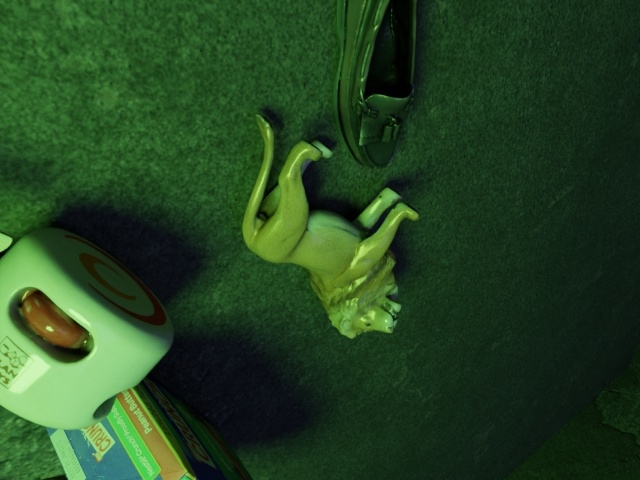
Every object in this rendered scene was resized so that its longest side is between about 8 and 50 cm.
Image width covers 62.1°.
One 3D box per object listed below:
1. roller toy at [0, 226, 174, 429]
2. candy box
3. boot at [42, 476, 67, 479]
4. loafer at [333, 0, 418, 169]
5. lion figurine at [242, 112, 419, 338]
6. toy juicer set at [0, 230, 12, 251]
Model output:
[{"bbox_3d":[-0.273,0.094,0.566,0.146,0.191,0.209,-47,138,-2],"label":"roller toy"},{"bbox_3d":[-0.202,0.308,0.716,0.122,0.268,0.317,-43,137,-13],"label":"candy box"},{"bbox_3d":[-0.433,0.455,0.739,0.283,0.109,0.220,21,102,-44],"label":"boot"},{"bbox_3d":[0.081,-0.220,0.717,0.109,0.095,0.303,-26,132,-24],"label":"loafer"},{"bbox_3d":[0.000,0.000,0.797,0.392,0.142,0.240,29,105,-33],"label":"lion figurine"},{"bbox_3d":[-0.463,0.008,0.421,0.329,0.089,0.209,-32,136,-5],"label":"toy juicer set"}]
